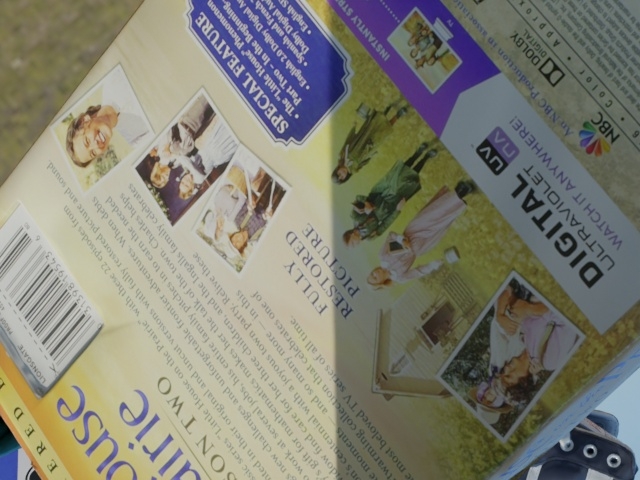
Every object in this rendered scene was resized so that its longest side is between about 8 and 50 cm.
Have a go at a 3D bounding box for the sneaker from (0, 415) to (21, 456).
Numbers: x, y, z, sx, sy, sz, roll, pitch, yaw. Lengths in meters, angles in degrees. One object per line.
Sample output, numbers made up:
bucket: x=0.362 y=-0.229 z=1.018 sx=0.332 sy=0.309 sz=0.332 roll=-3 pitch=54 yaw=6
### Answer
sneaker: x=-0.261 y=0.112 z=1.146 sx=0.275 sy=0.107 sz=0.110 roll=-19 pitch=-163 yaw=20

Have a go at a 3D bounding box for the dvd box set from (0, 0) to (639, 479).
dvd box set: x=0.000 y=0.000 z=0.810 sx=0.420 sy=0.307 sz=0.062 roll=-49 pitch=156 yaw=25

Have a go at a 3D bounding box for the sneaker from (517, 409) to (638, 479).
sneaker: x=0.114 y=0.090 z=1.058 sx=0.153 sy=0.282 sz=0.099 roll=-11 pitch=-169 yaw=6

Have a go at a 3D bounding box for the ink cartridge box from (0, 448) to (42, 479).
ink cartridge box: x=-0.249 y=0.196 z=1.368 sx=0.207 sy=0.097 sz=0.046 roll=-6 pitch=-158 yaw=-29
